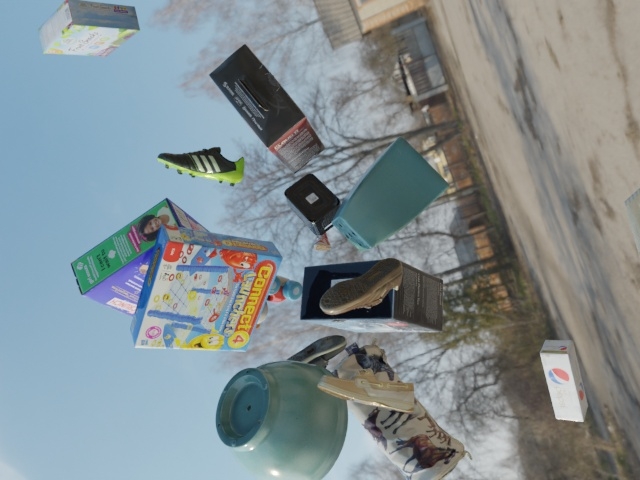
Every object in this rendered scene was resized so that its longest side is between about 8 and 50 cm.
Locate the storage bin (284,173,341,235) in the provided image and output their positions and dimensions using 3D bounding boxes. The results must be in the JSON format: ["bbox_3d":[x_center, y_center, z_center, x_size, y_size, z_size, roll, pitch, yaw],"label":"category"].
[{"bbox_3d":[-0.020,-0.119,1.747,0.180,0.122,0.084,47,168,33],"label":"storage bin"}]

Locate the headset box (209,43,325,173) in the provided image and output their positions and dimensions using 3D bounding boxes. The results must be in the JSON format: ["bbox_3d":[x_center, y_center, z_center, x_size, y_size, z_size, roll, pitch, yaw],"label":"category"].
[{"bbox_3d":[-0.115,-0.293,1.217,0.218,0.110,0.293,52,-176,9],"label":"headset box"}]

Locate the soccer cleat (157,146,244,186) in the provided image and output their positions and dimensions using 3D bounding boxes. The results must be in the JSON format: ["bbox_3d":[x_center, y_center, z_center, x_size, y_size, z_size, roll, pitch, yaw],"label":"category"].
[{"bbox_3d":[-0.247,-0.165,1.113,0.060,0.179,0.072,-177,99,-72],"label":"soccer cleat"}]

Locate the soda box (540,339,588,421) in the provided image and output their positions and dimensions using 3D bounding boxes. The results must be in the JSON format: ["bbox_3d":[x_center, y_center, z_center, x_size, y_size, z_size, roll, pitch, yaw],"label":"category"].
[{"bbox_3d":[0.657,0.377,1.435,0.069,0.074,0.216,-36,-68,-47],"label":"soda box"}]

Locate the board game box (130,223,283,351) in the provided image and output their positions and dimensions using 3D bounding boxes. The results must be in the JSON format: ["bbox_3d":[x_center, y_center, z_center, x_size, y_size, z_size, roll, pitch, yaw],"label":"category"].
[{"bbox_3d":[-0.290,0.133,1.356,0.302,0.308,0.086,9,-157,-32],"label":"board game box"}]

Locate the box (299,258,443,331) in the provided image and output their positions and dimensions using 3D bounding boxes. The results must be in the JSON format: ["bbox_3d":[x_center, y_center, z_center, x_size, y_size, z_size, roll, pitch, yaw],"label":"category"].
[{"bbox_3d":[0.167,0.187,1.686,0.313,0.343,0.178,21,-112,-48],"label":"box"}]

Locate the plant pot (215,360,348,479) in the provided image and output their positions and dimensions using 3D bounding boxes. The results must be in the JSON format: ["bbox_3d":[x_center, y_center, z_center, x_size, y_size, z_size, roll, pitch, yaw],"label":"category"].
[{"bbox_3d":[-0.112,0.400,1.214,0.196,0.293,0.292,34,-143,-39],"label":"plant pot"}]

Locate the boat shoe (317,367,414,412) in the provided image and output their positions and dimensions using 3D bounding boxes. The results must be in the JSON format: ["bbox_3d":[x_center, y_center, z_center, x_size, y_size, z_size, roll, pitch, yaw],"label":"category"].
[{"bbox_3d":[0.080,0.249,0.912,0.063,0.170,0.059,125,159,-69],"label":"boat shoe"}]

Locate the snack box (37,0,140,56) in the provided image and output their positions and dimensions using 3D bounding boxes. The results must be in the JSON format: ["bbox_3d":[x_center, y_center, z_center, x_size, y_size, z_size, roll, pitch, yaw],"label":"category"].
[{"bbox_3d":[-0.593,-0.537,1.360,0.175,0.207,0.070,-17,-84,-46],"label":"snack box"}]

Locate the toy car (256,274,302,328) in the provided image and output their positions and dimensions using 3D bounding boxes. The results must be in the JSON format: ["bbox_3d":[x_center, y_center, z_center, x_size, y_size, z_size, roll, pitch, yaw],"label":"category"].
[{"bbox_3d":[-0.223,0.230,1.965,0.210,0.219,0.237,21,-93,-42],"label":"toy car"}]

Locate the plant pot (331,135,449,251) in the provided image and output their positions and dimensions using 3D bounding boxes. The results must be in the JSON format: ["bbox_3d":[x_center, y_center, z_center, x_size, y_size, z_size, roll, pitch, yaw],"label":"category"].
[{"bbox_3d":[0.148,-0.095,1.279,0.165,0.234,0.165,45,169,-2],"label":"plant pot"}]

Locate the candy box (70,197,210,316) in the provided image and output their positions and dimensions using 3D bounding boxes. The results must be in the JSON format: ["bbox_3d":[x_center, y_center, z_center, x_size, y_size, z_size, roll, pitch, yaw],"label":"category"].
[{"bbox_3d":[-0.461,0.063,1.473,0.122,0.317,0.268,56,-178,29],"label":"candy box"}]

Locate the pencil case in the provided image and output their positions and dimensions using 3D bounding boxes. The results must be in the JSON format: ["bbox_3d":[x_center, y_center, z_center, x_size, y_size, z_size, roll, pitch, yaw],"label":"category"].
[{"bbox_3d":[0.200,0.456,1.405,0.410,0.183,0.160,47,-172,30],"label":"pencil case"}]

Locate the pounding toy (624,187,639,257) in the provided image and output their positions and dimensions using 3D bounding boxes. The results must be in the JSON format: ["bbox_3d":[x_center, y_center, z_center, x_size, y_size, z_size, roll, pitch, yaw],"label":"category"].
[{"bbox_3d":[0.599,-0.025,0.864,0.100,0.130,0.141,88,180,-67],"label":"pounding toy"}]

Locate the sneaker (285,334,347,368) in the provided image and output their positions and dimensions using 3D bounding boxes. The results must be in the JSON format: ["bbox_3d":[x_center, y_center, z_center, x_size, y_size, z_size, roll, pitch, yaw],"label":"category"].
[{"bbox_3d":[-0.002,0.401,1.749,0.118,0.222,0.083,65,177,-22],"label":"sneaker"}]

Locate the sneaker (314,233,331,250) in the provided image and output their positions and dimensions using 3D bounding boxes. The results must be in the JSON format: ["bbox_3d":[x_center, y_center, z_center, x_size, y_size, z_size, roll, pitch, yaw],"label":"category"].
[{"bbox_3d":[0.000,0.000,1.939,0.118,0.042,0.066,17,-128,-67],"label":"sneaker"}]

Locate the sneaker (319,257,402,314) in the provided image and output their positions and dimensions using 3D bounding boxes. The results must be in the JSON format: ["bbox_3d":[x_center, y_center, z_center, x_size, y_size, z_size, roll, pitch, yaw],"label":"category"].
[{"bbox_3d":[0.085,0.104,1.005,0.066,0.189,0.071,33,142,48],"label":"sneaker"}]
